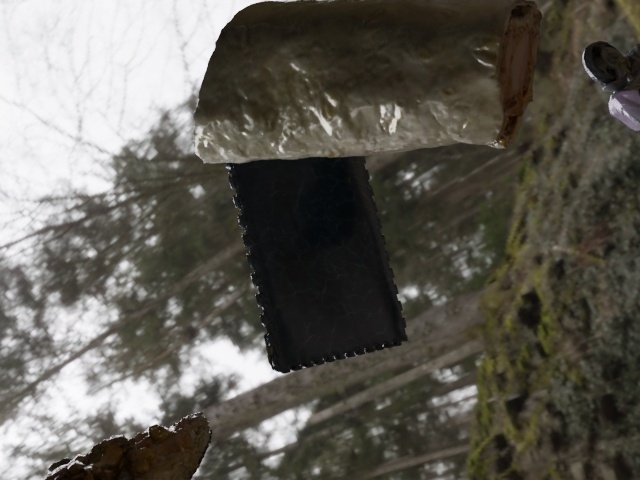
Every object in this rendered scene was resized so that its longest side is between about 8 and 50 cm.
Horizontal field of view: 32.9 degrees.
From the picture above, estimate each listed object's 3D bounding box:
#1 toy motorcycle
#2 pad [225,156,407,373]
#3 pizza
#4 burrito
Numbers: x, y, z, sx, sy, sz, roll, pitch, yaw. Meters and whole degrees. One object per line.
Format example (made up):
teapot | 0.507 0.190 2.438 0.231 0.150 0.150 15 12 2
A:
toy motorcycle | 0.445 -0.186 1.399 0.225 0.073 0.152 2 -117 -23
pad | 0.000 0.000 1.182 0.270 0.012 0.269 -7 -99 -55
pizza | -0.174 0.217 1.035 0.195 0.185 0.052 -33 -59 -44
burrito | 0.031 -0.142 0.923 0.105 0.299 0.143 17 -106 -65
